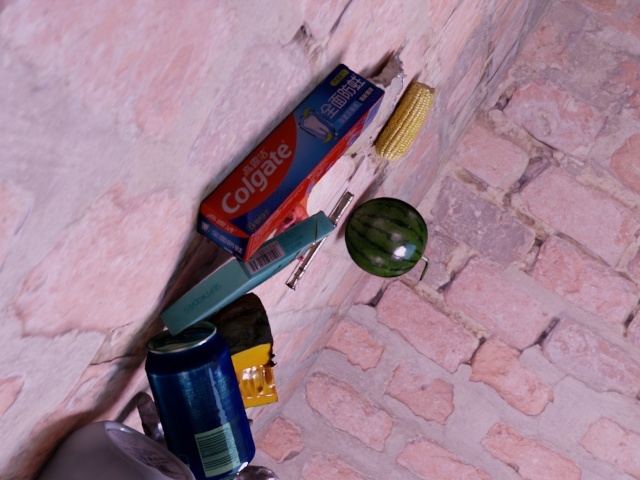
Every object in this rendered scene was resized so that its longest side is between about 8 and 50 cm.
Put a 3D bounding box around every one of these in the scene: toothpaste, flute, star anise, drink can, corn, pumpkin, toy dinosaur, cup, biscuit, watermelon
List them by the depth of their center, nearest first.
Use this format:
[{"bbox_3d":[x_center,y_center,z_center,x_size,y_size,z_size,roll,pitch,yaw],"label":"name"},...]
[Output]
[{"bbox_3d":[-0.298,0.394,1.165,0.312,0.205,0.205,-57,171,-3],"label":"cup"},{"bbox_3d":[-0.032,-0.106,1.201,0.320,0.076,0.066,-50,169,-36],"label":"toothpaste"},{"bbox_3d":[-0.162,0.218,1.261,0.118,0.118,0.205,-40,121,-61],"label":"drink can"},{"bbox_3d":[-0.200,0.343,1.359,0.129,0.282,0.212,107,-10,-48],"label":"star anise"},{"bbox_3d":[-0.037,-0.057,1.441,0.286,0.070,0.139,69,44,-72],"label":"toy dinosaur"},{"bbox_3d":[-0.162,0.183,1.504,0.169,0.148,0.312,-15,152,-8],"label":"pumpkin"},{"bbox_3d":[0.082,-0.217,1.529,0.188,0.040,0.265,-54,171,3],"label":"biscuit"},{"bbox_3d":[0.168,-0.235,1.851,0.085,0.063,0.165,4,121,-52],"label":"corn"},{"bbox_3d":[0.000,0.000,1.905,0.233,0.027,0.027,-58,171,7],"label":"flute"},{"bbox_3d":[0.162,-0.002,2.144,0.188,0.214,0.188,-62,177,-6],"label":"watermelon"}]

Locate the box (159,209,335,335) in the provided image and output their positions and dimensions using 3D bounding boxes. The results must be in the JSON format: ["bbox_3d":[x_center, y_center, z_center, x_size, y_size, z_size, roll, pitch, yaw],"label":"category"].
[{"bbox_3d":[-0.093,0.041,1.270,0.162,0.041,0.229,-35,178,33],"label":"box"}]
